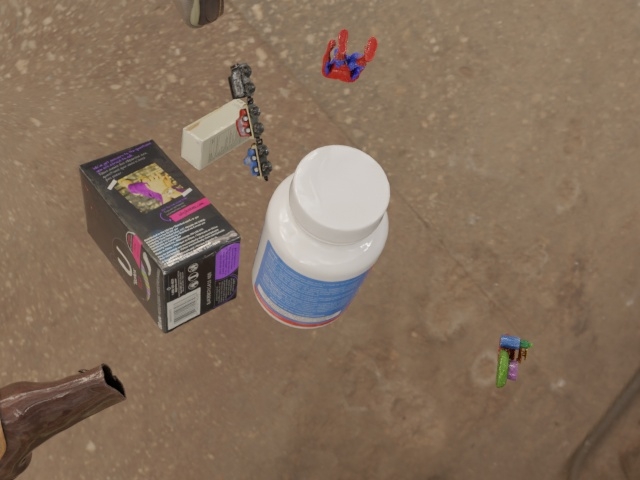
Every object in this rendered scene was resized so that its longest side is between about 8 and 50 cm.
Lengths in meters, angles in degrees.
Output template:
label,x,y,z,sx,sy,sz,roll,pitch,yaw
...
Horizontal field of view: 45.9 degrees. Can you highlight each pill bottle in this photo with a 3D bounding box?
label,x,y,z,sx,sy,sz,roll,pitch,yaw
pill bottle,0.000,0.000,0.783,0.124,0.221,0.124,5,64,-10

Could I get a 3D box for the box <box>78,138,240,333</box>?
label,x,y,z,sx,sy,sz,roll,pitch,yaw
box,-0.266,-0.011,1.242,0.143,0.270,0.165,-26,147,-30

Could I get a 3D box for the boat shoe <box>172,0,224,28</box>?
label,x,y,z,sx,sy,sz,roll,pitch,yaw
boat shoe,-0.095,-0.344,0.703,0.130,0.355,0.132,-19,65,-17

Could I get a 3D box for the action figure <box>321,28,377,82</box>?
label,x,y,z,sx,sy,sz,roll,pitch,yaw
action figure,0.022,-0.153,0.638,0.038,0.115,0.030,8,88,-8

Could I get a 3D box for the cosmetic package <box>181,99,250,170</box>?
label,x,y,z,sx,sy,sz,roll,pitch,yaw
cosmetic package,-0.152,-0.159,1.126,0.115,0.041,0.060,-38,156,-39

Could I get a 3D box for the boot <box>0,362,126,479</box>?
label,x,y,z,sx,sy,sz,roll,pitch,yaw
boot,-0.362,0.248,1.018,0.207,0.248,0.090,-16,65,-11

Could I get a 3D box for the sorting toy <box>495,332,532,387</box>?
label,x,y,z,sx,sy,sz,roll,pitch,yaw
sorting toy,0.259,0.157,1.012,0.042,0.102,0.061,7,113,13

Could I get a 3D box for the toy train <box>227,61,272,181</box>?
label,x,y,z,sx,sy,sz,roll,pitch,yaw
toy train,-0.093,-0.152,0.990,0.036,0.027,0.158,-13,107,-4
